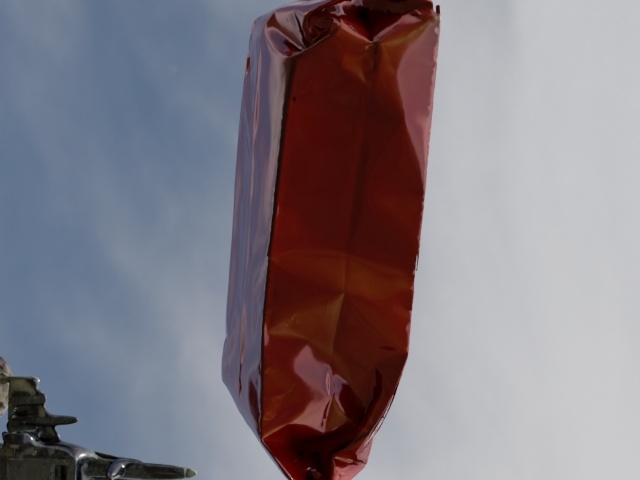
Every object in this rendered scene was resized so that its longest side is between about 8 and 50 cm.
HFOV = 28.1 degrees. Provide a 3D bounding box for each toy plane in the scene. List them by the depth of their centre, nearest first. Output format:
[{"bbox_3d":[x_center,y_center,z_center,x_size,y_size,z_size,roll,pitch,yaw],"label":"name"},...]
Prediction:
[{"bbox_3d":[-0.259,0.231,1.293,0.262,0.088,0.192,1,-90,13],"label":"toy plane"}]

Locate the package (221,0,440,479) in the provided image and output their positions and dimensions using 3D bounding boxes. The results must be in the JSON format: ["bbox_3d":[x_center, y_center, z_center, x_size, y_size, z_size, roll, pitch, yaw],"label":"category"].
[{"bbox_3d":[0.001,-0.001,1.000,0.123,0.196,0.424,3,-84,-11],"label":"package"}]

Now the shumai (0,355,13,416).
[{"bbox_3d":[-0.398,0.172,1.382,0.139,0.123,0.105,-10,-50,17],"label":"shumai"}]
